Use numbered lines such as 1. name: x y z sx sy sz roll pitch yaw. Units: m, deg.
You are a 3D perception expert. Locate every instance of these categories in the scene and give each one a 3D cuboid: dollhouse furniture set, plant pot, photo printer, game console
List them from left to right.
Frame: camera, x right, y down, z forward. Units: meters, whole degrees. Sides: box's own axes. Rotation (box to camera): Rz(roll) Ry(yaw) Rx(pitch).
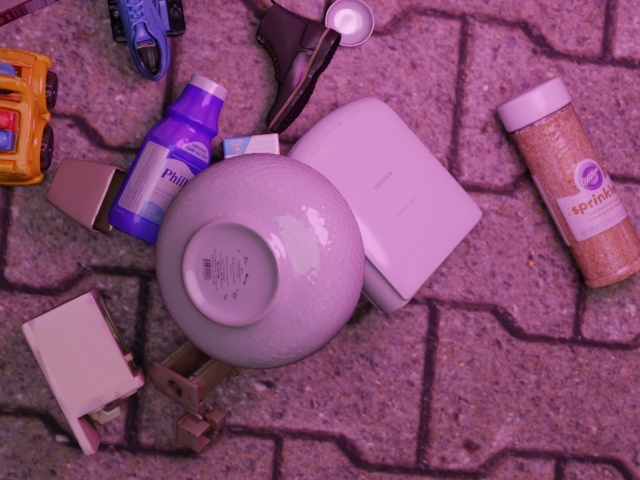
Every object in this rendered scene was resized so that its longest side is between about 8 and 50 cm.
1. plant pot: -0.380 -0.079 1.821 0.096 0.109 0.109 21 88 7
2. game console: -0.288 -0.390 1.838 0.122 0.071 0.107 -8 85 -6
3. dollhouse furniture set: -0.188 0.230 1.878 0.101 0.161 0.182 25 43 26
4. photo printer: 0.089 -0.071 1.835 0.307 0.107 0.256 48 59 -5

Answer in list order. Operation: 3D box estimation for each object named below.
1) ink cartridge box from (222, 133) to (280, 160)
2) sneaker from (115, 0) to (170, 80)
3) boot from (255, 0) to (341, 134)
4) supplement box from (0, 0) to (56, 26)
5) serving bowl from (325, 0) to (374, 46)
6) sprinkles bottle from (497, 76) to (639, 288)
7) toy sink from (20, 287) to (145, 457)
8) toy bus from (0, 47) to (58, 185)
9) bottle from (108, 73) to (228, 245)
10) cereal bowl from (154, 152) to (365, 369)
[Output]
1. ink cartridge box: -0.111 -0.100 1.855 0.092 0.090 0.143 -5 93 -7
2. sneaker: -0.288 -0.358 1.801 0.069 0.082 0.209 -14 114 -2
3. boot: -0.071 -0.291 1.878 0.137 0.077 0.198 31 88 8
4. supplement box: -0.525 -0.406 1.805 0.188 0.081 0.104 -27 94 -6
5. serving bowl: 0.048 -0.369 1.901 0.083 0.027 0.083 0 90 -7
6. sprinkles bottle: 0.430 -0.097 1.906 0.121 0.121 0.355 -28 95 -6
7. toy sink: -0.363 0.205 1.800 0.131 0.153 0.234 -26 93 -6
8. toy bus: -0.501 -0.201 1.748 0.149 0.211 0.220 6 89 -5
9. bottle: -0.239 -0.132 1.827 0.092 0.118 0.283 24 86 37
10. cereal bowl: -0.108 0.040 1.706 0.339 0.141 0.339 3 100 18
